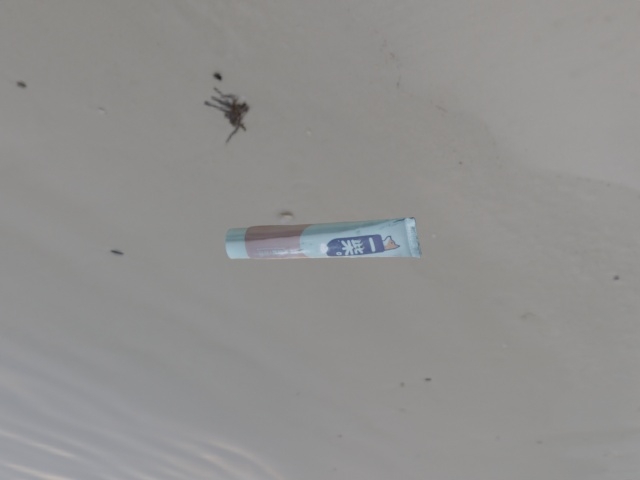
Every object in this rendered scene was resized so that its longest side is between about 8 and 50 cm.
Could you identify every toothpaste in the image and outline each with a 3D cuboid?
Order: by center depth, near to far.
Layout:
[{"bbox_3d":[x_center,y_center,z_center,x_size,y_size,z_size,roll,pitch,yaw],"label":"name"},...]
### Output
[{"bbox_3d":[0.000,0.000,0.687,0.205,0.036,0.056,-2,137,17],"label":"toothpaste"}]
